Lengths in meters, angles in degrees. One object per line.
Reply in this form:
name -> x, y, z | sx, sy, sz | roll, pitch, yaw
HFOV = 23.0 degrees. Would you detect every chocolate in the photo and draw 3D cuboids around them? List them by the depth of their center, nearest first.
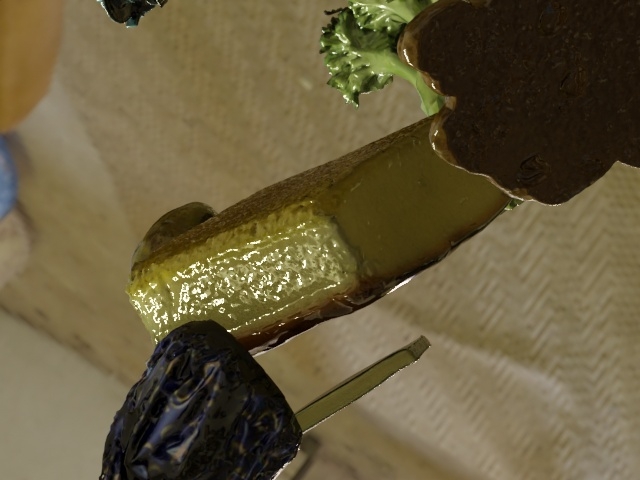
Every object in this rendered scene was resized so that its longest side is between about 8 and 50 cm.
chocolate -> -0.161, 0.213, 1.064 | 0.126, 0.343, 0.148 | 39, 162, 21

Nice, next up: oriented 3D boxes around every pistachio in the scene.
pistachio -> -0.160, 0.009, 1.988 | 0.100, 0.189, 0.110 | -15, 95, 45

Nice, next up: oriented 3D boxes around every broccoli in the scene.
broccoli -> 0.202, -0.256, 2.042 | 0.353, 0.275, 0.397 | 103, 150, -42

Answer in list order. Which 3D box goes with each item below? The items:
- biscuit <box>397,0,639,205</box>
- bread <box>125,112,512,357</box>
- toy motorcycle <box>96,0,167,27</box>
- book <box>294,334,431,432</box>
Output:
biscuit -> 0.185, -0.133, 1.255 | 0.290, 0.208, 0.041 | 12, -164, -29
bread -> 0.000, 0.000, 1.694 | 0.333, 0.324, 0.143 | -21, 99, 42
toy motorcycle -> -0.302, -0.446, 2.255 | 0.124, 0.182, 0.272 | -1, 129, 27
book -> 0.028, 0.167, 1.731 | 0.026, 0.201, 0.289 | 57, -174, 5
